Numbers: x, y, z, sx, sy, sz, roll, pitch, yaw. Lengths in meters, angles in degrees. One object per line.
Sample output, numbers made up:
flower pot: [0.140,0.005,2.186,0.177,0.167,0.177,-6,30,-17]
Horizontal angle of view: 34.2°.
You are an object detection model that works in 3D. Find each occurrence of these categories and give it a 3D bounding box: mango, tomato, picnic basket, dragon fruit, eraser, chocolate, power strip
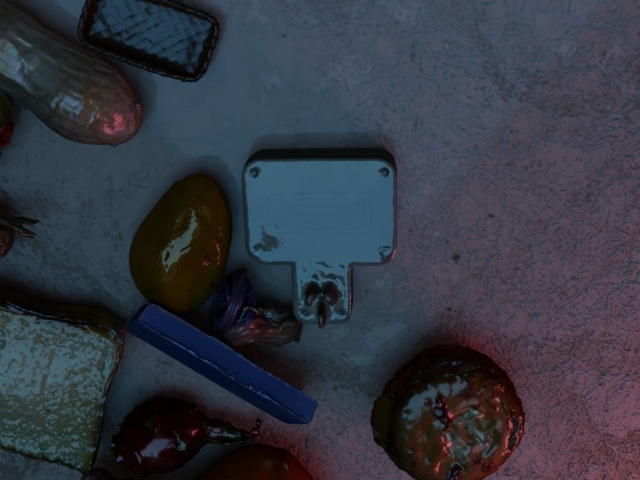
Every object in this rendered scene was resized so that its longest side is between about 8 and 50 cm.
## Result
mango: [-0.211,0.004,1.581,0.147,0.109,0.227,16,110,-1]
tomato: [-0.100,0.455,1.712,0.260,0.180,0.259,0,112,0]
picnic basket: [-0.244,-0.301,1.493,0.193,0.055,0.110,20,104,-5]
dragon fruit: [-0.219,0.318,1.700,0.246,0.125,0.125,-2,92,-1]
eraser: [-0.157,0.196,1.641,0.312,0.144,0.042,32,72,-9]
chocolate: [-0.395,-0.238,1.484,0.309,0.134,0.134,33,109,-11]
power strip: [0.000,0.000,1.560,0.230,0.141,0.261,0,108,3]

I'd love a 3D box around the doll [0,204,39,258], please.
doll: [-0.534,-0.015,1.590,0.221,0.105,0.115,-15,146,8]

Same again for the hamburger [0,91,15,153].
hamburger: [-0.537,-0.157,1.514,0.175,0.175,0.137,29,125,-9]

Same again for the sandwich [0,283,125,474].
sandwich: [-0.477,0.210,1.661,0.301,0.099,0.271,16,101,-11]

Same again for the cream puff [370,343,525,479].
cream puff: [0.198,0.273,1.642,0.240,0.164,0.240,-5,115,-11]

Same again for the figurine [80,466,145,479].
figurine: [-0.331,0.508,1.700,0.281,0.167,0.370,51,145,20]

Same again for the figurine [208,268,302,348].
figurine: [-0.105,0.124,1.625,0.157,0.126,0.114,39,78,-25]
